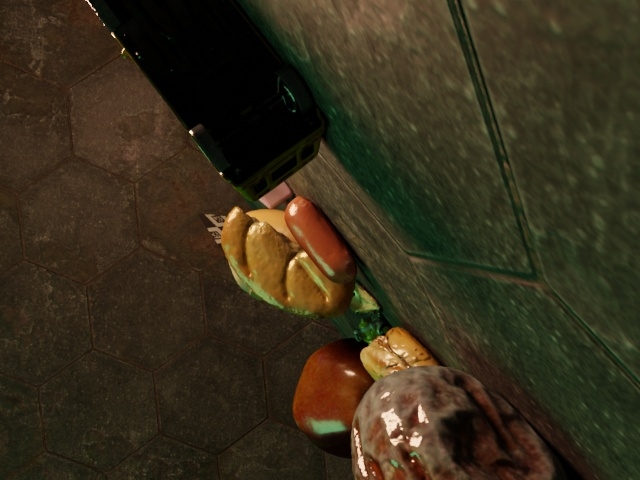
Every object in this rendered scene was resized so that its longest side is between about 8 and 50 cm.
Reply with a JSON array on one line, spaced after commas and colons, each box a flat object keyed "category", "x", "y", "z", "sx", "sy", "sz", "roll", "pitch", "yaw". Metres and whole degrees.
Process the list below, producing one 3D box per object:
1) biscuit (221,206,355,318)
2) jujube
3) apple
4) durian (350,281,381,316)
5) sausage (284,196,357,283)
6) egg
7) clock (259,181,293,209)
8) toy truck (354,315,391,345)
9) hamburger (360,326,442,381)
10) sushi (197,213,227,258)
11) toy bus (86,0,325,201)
[{"category": "biscuit", "x": -0.073, "y": 0.057, "z": 1.238, "sx": 0.299, "sy": 0.154, "sz": 0.045, "roll": 24, "pitch": -173, "yaw": 10}, {"category": "jujube", "x": 0.173, "y": 0.311, "z": 0.780, "sx": 0.308, "sy": 0.246, "sz": 0.215, "roll": -115, "pitch": 38, "yaw": -56}, {"category": "apple", "x": 0.088, "y": 0.379, "z": 1.514, "sx": 0.288, "sy": 0.288, "sz": 0.316, "roll": 55, "pitch": 149, "yaw": -12}, {"category": "durian", "x": 0.101, "y": 0.131, "z": 1.347, "sx": 0.130, "sy": 0.052, "sz": 0.066, "roll": -142, "pitch": 56, "yaw": -59}, {"category": "sausage", "x": 0.000, "y": 0.000, "z": 1.172, "sx": 0.194, "sy": 0.077, "sz": 0.077, "roll": 53, "pitch": 174, "yaw": 16}, {"category": "egg", "x": -0.089, "y": 0.033, "z": 1.364, "sx": 0.201, "sy": 0.244, "sz": 0.201, "roll": 6, "pitch": -90, "yaw": -80}, {"category": "clock", "x": -0.147, "y": -0.159, "z": 1.453, "sx": 0.150, "sy": 0.063, "sz": 0.197, "roll": 56, "pitch": 174, "yaw": -19}, {"category": "toy truck", "x": 0.123, "y": 0.215, "z": 1.383, "sx": 0.111, "sy": 0.077, "sz": 0.076, "roll": 56, "pitch": 173, "yaw": -13}, {"category": "hamburger", "x": 0.167, "y": 0.258, "z": 1.139, "sx": 0.214, "sy": 0.108, "sz": 0.214, "roll": 53, "pitch": 175, "yaw": 7}, {"category": "sushi", "x": -0.107, "y": 0.010, "z": 1.598, "sx": 0.320, "sy": 0.069, "sz": 0.339, "roll": 5, "pitch": -146, "yaw": -41}, {"category": "toy bus", "x": -0.143, "y": -0.212, "z": 0.767, "sx": 0.331, "sy": 0.145, "sz": 0.151, "roll": 52, "pitch": 175, "yaw": 9}]
